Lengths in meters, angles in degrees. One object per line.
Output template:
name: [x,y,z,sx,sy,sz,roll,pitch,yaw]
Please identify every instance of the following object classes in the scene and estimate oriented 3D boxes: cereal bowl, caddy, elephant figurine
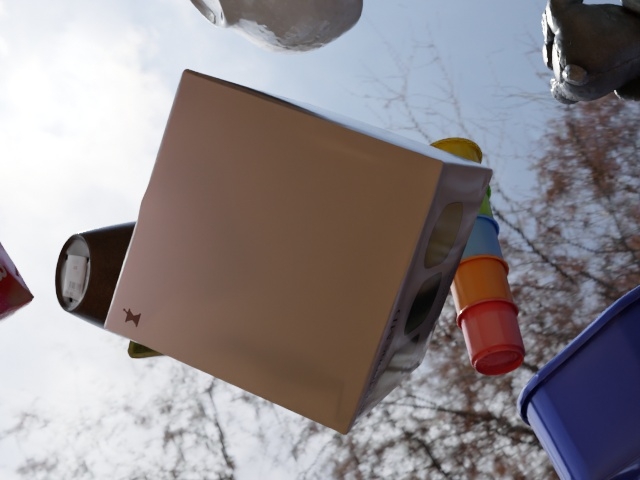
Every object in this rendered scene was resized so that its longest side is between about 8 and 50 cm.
cereal bowl: [-0.104,-0.359,1.088,0.339,0.141,0.339,51,-11,14]
caddy: [0.363,0.139,0.962,0.341,0.241,0.179,-55,-135,40]
elephant figurine: [0.412,-0.260,1.158,0.239,0.169,0.186,-6,-109,6]

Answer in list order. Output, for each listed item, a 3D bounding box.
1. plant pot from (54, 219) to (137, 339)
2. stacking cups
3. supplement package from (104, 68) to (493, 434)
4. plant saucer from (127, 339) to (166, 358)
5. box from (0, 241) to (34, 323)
plant pot: [-0.243,0.057,1.283,0.215,0.230,0.216,-11,-104,47]
stacking cups: [0.195,0.014,1.135,0.096,0.096,0.316,-46,-139,37]
supplement package: [0.000,0.000,0.736,0.198,0.262,0.199,21,-81,15]
plant saucer: [-0.101,0.048,0.992,0.188,0.045,0.188,-9,-130,17]
box: [-0.340,0.060,0.511,0.300,0.154,0.142,-30,-87,14]
